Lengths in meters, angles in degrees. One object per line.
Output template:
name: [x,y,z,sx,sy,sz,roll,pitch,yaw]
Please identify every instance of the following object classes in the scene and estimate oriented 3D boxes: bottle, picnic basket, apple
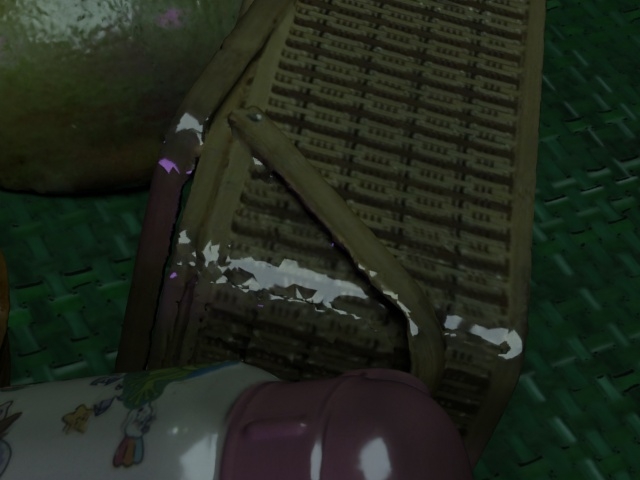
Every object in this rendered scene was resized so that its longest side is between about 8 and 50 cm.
bottle: [-0.061,0.109,0.582,0.253,0.120,0.120,-9,40,26]
picnic basket: [0.000,0.000,0.750,0.175,0.228,0.313,14,46,-3]
apple: [-0.141,-0.130,0.917,0.265,0.120,0.193,-10,62,-19]

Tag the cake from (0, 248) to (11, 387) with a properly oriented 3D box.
cake: [-0.245,0.026,0.703,0.185,0.178,0.208,6,44,-7]
